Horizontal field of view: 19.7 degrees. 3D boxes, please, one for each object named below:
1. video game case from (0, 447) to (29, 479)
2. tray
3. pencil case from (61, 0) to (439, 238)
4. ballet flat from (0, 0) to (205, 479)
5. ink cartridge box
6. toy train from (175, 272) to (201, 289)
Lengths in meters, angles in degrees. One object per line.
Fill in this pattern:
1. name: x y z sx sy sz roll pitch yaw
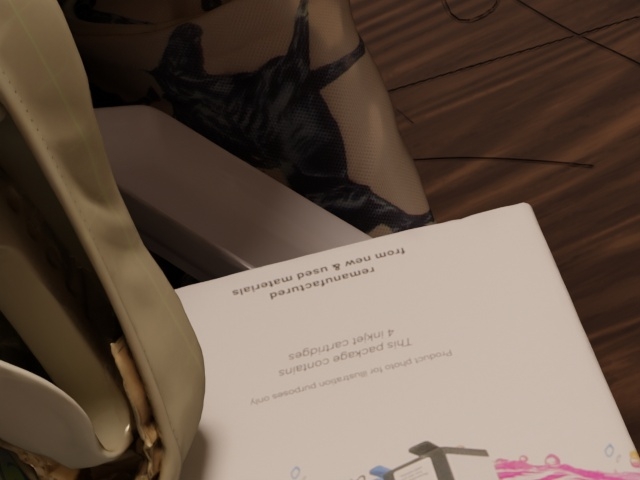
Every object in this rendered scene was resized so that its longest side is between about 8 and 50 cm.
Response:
1. video game case: -0.111 0.059 0.540 0.190 0.022 0.173 41 26 -76
2. tray: -0.009 0.015 0.855 0.270 0.030 0.145 31 15 15
3. pencil case: 0.000 0.000 1.086 0.410 0.160 0.183 64 -3 -23
4. ballet flat: -0.098 -0.014 0.504 0.086 0.086 0.248 -105 170 -55
5. ink cartridge box: 0.031 0.140 0.628 0.171 0.168 0.233 80 -6 -47
6. toy train: -0.025 0.098 0.903 0.105 0.080 0.184 -86 155 -58
